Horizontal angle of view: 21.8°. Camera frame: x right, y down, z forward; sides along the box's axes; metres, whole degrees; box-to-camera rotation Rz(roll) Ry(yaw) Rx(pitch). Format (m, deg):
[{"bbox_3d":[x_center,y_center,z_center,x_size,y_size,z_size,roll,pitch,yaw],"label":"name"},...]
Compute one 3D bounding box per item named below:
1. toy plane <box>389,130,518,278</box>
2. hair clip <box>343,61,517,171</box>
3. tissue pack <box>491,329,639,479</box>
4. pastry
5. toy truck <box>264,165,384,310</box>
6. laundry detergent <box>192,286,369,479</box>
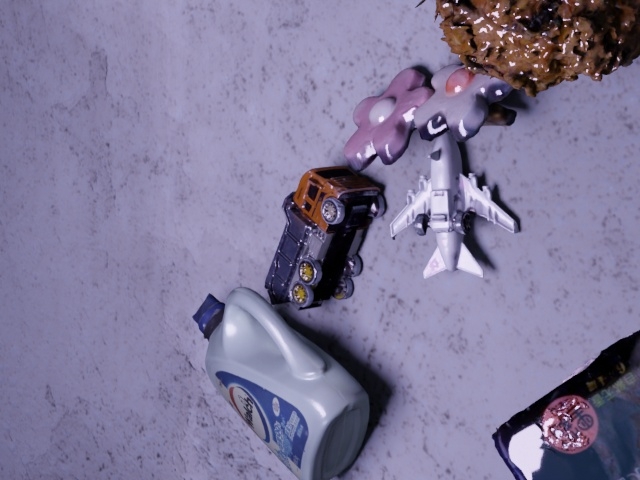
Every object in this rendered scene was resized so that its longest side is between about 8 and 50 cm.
[{"bbox_3d":[0.147,-0.042,1.919,0.162,0.065,0.171,-2,102,31],"label":"toy plane"},{"bbox_3d":[0.127,-0.150,1.885,0.257,0.075,0.146,-9,52,40],"label":"hair clip"},{"bbox_3d":[0.357,0.270,1.719,0.245,0.123,0.332,-37,71,19],"label":"tissue pack"},{"bbox_3d":[0.239,-0.275,1.712,0.274,0.193,0.275,-5,69,14],"label":"pastry"},{"bbox_3d":[0.000,0.000,2.044,0.092,0.083,0.192,42,125,35],"label":"toy truck"},{"bbox_3d":[-0.063,0.159,2.090,0.280,0.105,0.215,47,152,25],"label":"laundry detergent"}]
